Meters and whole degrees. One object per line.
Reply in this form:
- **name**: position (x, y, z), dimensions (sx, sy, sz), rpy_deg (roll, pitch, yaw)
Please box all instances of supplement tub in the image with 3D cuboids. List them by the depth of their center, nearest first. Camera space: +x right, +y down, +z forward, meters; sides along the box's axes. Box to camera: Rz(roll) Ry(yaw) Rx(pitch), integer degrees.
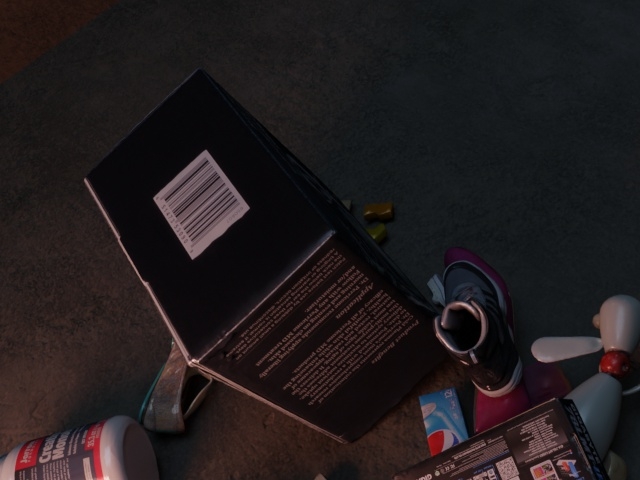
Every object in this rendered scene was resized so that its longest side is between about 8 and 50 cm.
- **supplement tub**: position (-0.442, 0.433, 1.674), dimensions (0.272, 0.191, 0.191), rpy_deg (-17, 45, 8)

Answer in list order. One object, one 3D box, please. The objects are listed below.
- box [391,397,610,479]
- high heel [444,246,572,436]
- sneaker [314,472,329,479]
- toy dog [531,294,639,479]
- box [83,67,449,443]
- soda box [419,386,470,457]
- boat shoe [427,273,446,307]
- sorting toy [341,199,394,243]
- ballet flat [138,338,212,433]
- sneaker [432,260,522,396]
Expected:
- **box**: position (0.280, 0.415, 1.332), dimensions (0.296, 0.073, 0.293), rpy_deg (-32, 66, 23)
- **high heel**: position (0.266, 0.165, 1.654), dimensions (0.181, 0.127, 0.377), rpy_deg (-22, 47, -12)
- **sneaker**: position (0.021, 0.450, 1.567), dimensions (0.058, 0.052, 0.135), rpy_deg (-45, 40, -5)
- **toy dog**: position (0.411, 0.255, 1.499), dimensions (0.334, 0.220, 0.161), rpy_deg (-43, 15, -28)
- **box**: position (-0.080, 0.037, 1.621), dimensions (0.297, 0.472, 0.480), rpy_deg (-42, 51, 4)
- **soda box**: position (0.218, 0.350, 1.550), dimensions (0.067, 0.071, 0.210), rpy_deg (-17, 45, 8)
- **boat shoe**: position (0.231, 0.108, 1.800), dimensions (0.035, 0.035, 0.100), rpy_deg (-44, 45, 20)
- **sorting toy**: position (0.000, 0.000, 1.995), dimensions (0.307, 0.041, 0.229), rpy_deg (-5, 43, 19)
- **ballet flat**: position (-0.253, 0.241, 1.851), dimensions (0.106, 0.107, 0.316), rpy_deg (13, 59, 8)
- **sneaker**: position (0.244, 0.115, 1.548), dimensions (0.101, 0.153, 0.268), rpy_deg (-29, 47, 17)
